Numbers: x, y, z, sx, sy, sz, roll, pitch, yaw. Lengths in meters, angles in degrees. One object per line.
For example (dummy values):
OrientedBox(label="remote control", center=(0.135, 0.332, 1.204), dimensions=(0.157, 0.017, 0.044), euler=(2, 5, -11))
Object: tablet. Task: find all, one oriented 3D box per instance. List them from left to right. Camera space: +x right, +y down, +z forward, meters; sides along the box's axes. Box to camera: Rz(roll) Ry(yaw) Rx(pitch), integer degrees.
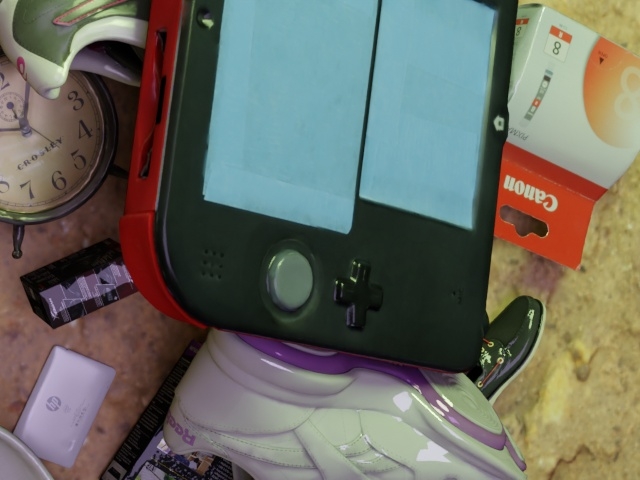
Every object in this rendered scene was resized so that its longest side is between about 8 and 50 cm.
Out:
OrientedBox(label="tablet", center=(-0.193, 0.125, 1.350), dimensions=(0.054, 0.006, 0.083), euler=(25, 88, -24))

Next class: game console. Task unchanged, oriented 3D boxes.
OrientedBox(label="game console", center=(0.020, -0.115, 1.258), dimensions=(0.342, 0.060, 0.386), euler=(13, 81, -41))

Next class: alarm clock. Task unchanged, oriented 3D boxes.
OrientedBox(label="alarm clock", center=(-0.221, -0.095, 1.267), dimensions=(0.129, 0.064, 0.192), euler=(-34, 113, -14))

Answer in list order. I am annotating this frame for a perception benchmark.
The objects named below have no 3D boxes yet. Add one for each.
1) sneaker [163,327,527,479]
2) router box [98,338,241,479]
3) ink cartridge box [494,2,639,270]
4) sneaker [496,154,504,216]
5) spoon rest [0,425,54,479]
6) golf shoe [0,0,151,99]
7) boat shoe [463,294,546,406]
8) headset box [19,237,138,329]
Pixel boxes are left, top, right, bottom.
OrientedBox(label="sneaker", center=(0.019, 0.145, 1.356), dimensions=(0.305, 0.114, 0.152), euler=(24, 114, -28))
OrientedBox(label="router box", center=(-0.061, 0.180, 1.394), dimensions=(0.179, 0.046, 0.133), euler=(37, 84, -24))
OrientedBox(label="ink cartridge box", center=(0.192, -0.080, 1.431), dimensions=(0.145, 0.045, 0.179), euler=(22, 78, -34))
OrientedBox(label="sneaker", center=(0.116, -0.020, 1.432), dimensions=(0.058, 0.052, 0.135), euler=(14, 94, -29))
OrientedBox(label="spoon rest", center=(-0.209, 0.217, 1.310), dimensions=(0.276, 0.084, 0.137), euler=(29, 104, -26))
OrientedBox(label="golf shoe", center=(-0.104, -0.163, 1.255), dimensions=(0.273, 0.105, 0.120), euler=(-12, 70, -28))
OrientedBox(label="boat shoe", center=(0.134, 0.097, 1.460), dimensions=(0.042, 0.049, 0.133), euler=(39, 88, -32))
OrientedBox(label="headset box", center=(-0.170, 0.029, 1.312), dimensions=(0.083, 0.062, 0.032), euler=(-24, 108, -18))
